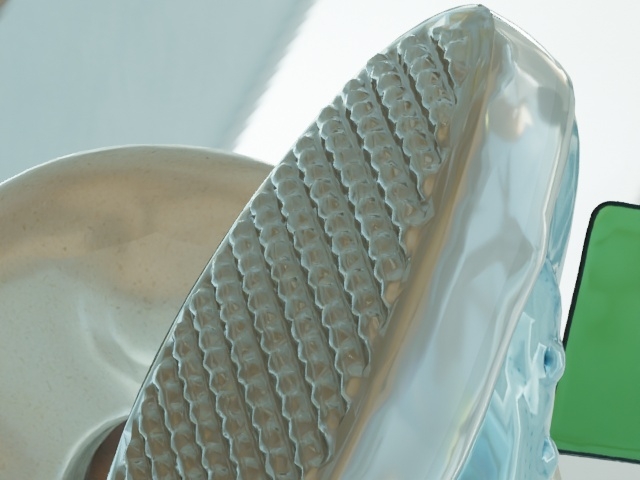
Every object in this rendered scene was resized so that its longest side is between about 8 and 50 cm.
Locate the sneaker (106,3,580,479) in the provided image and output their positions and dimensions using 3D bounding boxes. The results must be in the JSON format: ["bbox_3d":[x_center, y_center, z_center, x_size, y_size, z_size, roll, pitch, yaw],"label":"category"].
[{"bbox_3d":[0.018,0.122,0.556,0.135,0.150,0.366,6,-105,60],"label":"sneaker"}]

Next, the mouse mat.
[{"bbox_3d":[0.245,0.071,1.438,0.007,0.152,0.189,-146,-114,-70],"label":"mouse mat"}]

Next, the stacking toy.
[{"bbox_3d":[0.009,0.083,1.068,0.350,0.480,0.350,5,-74,20],"label":"stacking toy"}]
